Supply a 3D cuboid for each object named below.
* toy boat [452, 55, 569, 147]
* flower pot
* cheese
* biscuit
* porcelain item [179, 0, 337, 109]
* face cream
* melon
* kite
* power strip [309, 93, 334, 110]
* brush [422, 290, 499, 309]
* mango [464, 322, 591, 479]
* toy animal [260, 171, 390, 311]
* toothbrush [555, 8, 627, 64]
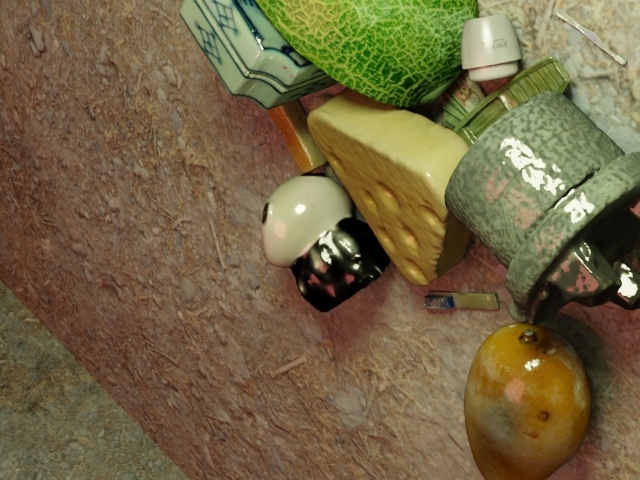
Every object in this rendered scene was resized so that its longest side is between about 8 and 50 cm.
[{"bbox_3d":[0.293,-0.192,1.435,0.093,0.055,0.293,56,141,7],"label":"toy boat"},{"bbox_3d":[0.346,-0.021,1.300,0.283,0.299,0.299,47,142,25],"label":"flower pot"},{"bbox_3d":[0.155,-0.069,1.586,0.384,0.104,0.384,48,163,20],"label":"cheese"},{"bbox_3d":[-0.049,-0.228,1.849,0.052,0.056,0.188,-31,87,53],"label":"biscuit"},{"bbox_3d":[-0.075,-0.390,1.574,0.281,0.285,0.157,59,142,7],"label":"porcelain item"},{"bbox_3d":[0.258,-0.292,1.391,0.091,0.091,0.095,3,108,50],"label":"face cream"},{"bbox_3d":[0.101,-0.388,1.454,0.343,0.331,0.226,49,178,6],"label":"melon"},{"bbox_3d":[0.242,-0.172,1.559,0.267,0.013,0.323,28,131,37],"label":"kite"},{"bbox_3d":[0.051,-0.239,1.735,0.191,0.030,0.048,26,132,40],"label":"power strip"},{"bbox_3d":[0.259,0.114,1.717,0.178,0.030,0.033,-2,101,52],"label":"brush"},{"bbox_3d":[0.351,0.298,1.576,0.221,0.199,0.384,29,135,35],"label":"mango"},{"bbox_3d":[-0.002,0.001,1.818,0.267,0.212,0.212,52,144,6],"label":"toy animal"},{"bbox_3d":[0.384,-0.291,1.300,0.131,0.013,0.011,46,132,23],"label":"toothbrush"}]
